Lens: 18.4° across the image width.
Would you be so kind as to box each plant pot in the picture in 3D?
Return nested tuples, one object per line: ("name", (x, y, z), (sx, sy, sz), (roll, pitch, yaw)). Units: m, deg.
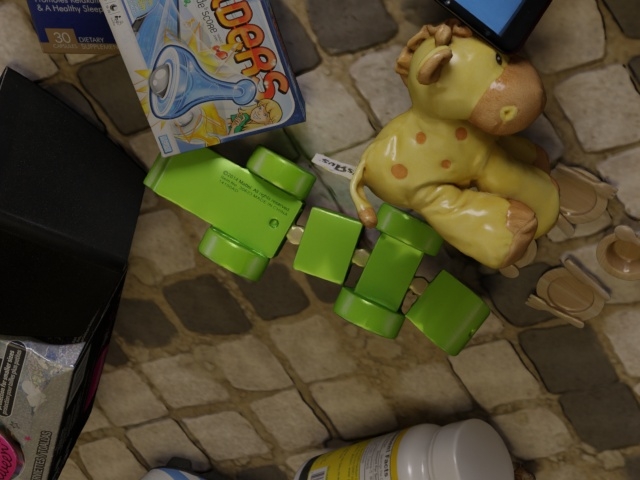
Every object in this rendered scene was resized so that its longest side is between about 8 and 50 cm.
("plant pot", (-0.269, -0.015, 1.858), (0.167, 0.188, 0.187), (23, 135, -14))

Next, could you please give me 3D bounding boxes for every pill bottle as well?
("pill bottle", (0.082, 0.251, 1.980), (0.208, 0.119, 0.119), (-21, 119, 36))

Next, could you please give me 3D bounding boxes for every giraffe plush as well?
("giraffe plush", (0.117, -0.104, 1.625), (0.210, 0.181, 0.170), (13, 124, -12))

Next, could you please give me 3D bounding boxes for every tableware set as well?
("tableware set", (0.224, 0.008, 1.773), (0.141, 0.020, 0.168), (38, 134, -11))

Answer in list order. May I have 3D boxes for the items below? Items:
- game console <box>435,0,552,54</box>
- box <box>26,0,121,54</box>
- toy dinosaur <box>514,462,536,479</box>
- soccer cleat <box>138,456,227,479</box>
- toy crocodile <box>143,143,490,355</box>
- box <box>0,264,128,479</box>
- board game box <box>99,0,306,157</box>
("game console", (0.141, -0.240, 1.541), (0.144, 0.085, 0.124), (36, 134, -11))
("box", (-0.205, -0.261, 1.705), (0.136, 0.036, 0.225), (3, 129, 20))
("toy dinosaur", (0.206, 0.311, 2.034), (0.112, 0.064, 0.211), (31, 128, 19))
("soccer cleat", (-0.061, 0.350, 2.110), (0.331, 0.143, 0.116), (18, 134, 6))
("toy crocodile", (0.000, 0.000, 1.810), (0.340, 0.105, 0.115), (25, 93, 2))
("box", (-0.306, 0.131, 2.005), (0.142, 0.163, 0.247), (21, 134, 2))
("board game box", (-0.104, -0.174, 1.706), (0.136, 0.035, 0.201), (-14, 127, 8))
